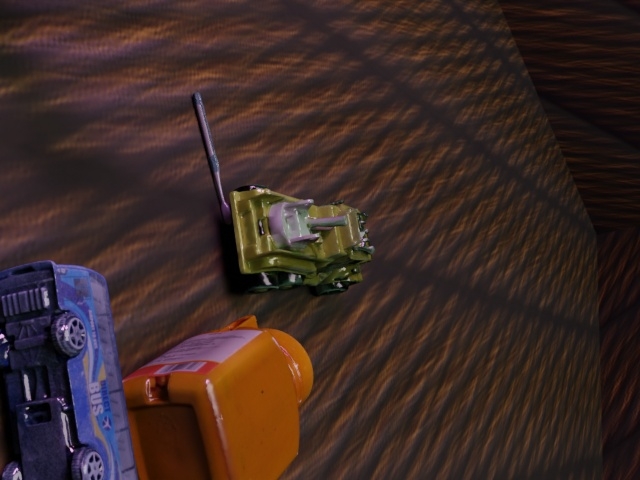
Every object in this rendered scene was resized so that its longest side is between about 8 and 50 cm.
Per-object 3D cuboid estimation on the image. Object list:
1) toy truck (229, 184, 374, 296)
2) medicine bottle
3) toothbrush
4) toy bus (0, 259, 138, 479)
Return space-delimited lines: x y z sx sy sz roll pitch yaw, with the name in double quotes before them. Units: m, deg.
"toy truck" -0.001 0.001 0.990 0.259 0.135 0.128 18 60 -63
"medicine bottle" -0.092 0.169 0.767 0.222 0.112 0.149 -29 109 -67
"toothbrush" -0.131 -0.100 0.940 0.014 0.011 0.167 -15 91 -67
"toy bus" -0.212 0.138 0.638 0.094 0.079 0.236 17 62 -75
